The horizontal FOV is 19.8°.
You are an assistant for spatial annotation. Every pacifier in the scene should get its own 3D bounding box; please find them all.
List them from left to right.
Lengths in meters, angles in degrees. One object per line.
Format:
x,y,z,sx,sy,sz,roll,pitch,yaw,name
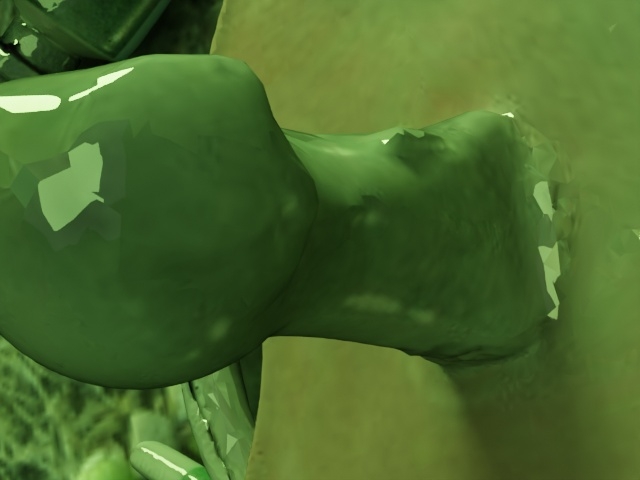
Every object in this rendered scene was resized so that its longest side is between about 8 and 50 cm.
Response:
0.033,-0.001,0.529,0.220,0.273,0.332,-8,76,9,pacifier

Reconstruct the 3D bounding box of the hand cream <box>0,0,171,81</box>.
-0.039,-0.171,0.695,0.091,0.058,0.271,39,96,27,hand cream

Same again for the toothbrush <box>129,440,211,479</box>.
0.032,0.124,0.617,0.257,0.018,0.024,25,101,31,toothbrush
